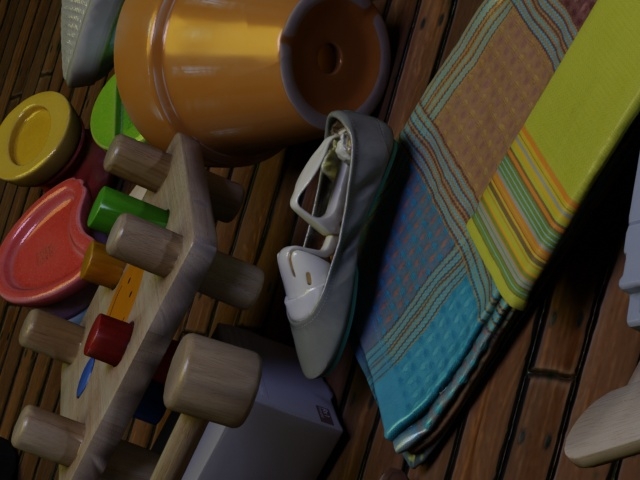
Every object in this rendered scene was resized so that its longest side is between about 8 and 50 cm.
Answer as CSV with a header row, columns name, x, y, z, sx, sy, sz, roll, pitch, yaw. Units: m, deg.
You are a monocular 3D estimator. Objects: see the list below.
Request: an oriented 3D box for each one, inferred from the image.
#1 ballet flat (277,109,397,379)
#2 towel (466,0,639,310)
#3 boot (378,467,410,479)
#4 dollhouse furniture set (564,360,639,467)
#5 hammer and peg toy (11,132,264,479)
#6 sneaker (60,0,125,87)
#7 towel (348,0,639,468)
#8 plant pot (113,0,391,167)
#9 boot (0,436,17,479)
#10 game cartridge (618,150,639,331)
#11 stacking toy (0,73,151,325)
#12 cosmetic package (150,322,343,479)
name,x,y,z,sx,sy,sz,roll,pitch,yaw
ballet flat,0.000,0.000,1.382,0.072,0.068,0.213,-1,71,62
towel,0.169,-0.073,1.146,0.237,0.021,0.102,-62,28,25
boot,0.041,0.233,1.265,0.118,0.042,0.087,-90,23,-49
dollhouse furniture set,0.198,0.147,0.820,0.161,0.212,0.242,-29,20,52
hammer and peg toy,-0.155,0.084,1.424,0.266,0.127,0.361,-61,17,18
sneaker,-0.205,-0.269,2.020,0.366,0.150,0.135,136,135,-64
towel,0.119,-0.052,1.310,0.370,0.040,0.271,-59,28,23
plant pot,-0.046,-0.163,1.565,0.188,0.205,0.205,7,78,49
boot,-0.428,0.349,2.049,0.178,0.085,0.236,-60,10,26
game cartridge,0.269,-0.097,1.025,0.198,0.062,0.297,-12,62,57
stacking toy,-0.228,-0.049,1.991,0.280,0.130,0.309,-25,48,22
cosmetic package,-0.084,0.203,1.463,0.238,0.107,0.127,-65,22,18
